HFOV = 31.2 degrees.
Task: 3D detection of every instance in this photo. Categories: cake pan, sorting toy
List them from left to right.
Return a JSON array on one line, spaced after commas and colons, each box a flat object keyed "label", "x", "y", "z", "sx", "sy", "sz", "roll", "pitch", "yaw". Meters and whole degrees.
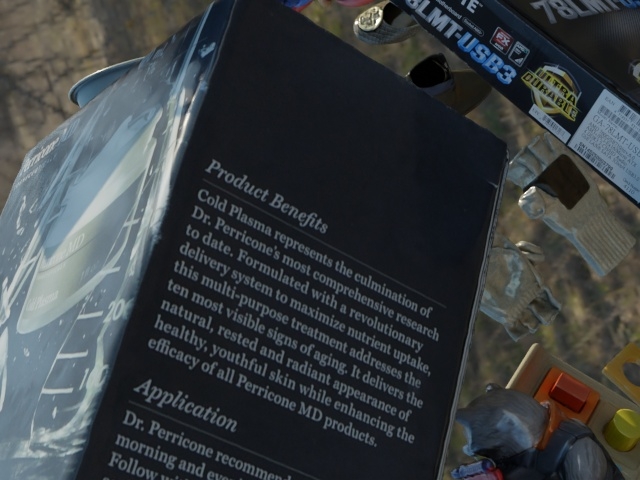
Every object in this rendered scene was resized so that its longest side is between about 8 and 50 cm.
[{"label": "cake pan", "x": -0.226, "y": -0.216, "z": 1.715, "sx": 0.293, "sy": 0.293, "sz": 0.054, "roll": 146, "pitch": 114, "yaw": -77}, {"label": "sorting toy", "x": 0.285, "y": 0.214, "z": 1.242, "sx": 0.196, "sy": 0.347, "sz": 0.047, "roll": 34, "pitch": 140, "yaw": 9}]

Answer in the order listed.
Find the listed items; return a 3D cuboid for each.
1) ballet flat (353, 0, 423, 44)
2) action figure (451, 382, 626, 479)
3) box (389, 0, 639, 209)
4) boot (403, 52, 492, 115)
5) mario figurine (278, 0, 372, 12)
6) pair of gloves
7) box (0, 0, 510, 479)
[{"label": "ballet flat", "x": 0.171, "y": -0.374, "z": 1.848, "sx": 0.058, "sy": 0.250, "sz": 0.084, "roll": 53, "pitch": -147, "yaw": -63}, {"label": "action figure", "x": 0.233, "y": 0.277, "z": 1.084, "sx": 0.330, "sy": 0.178, "sz": 0.341, "roll": 54, "pitch": 160, "yaw": -3}, {"label": "box", "x": 0.250, "y": -0.167, "z": 1.000, "sx": 0.293, "sy": 0.295, "sz": 0.073, "roll": 46, "pitch": 127, "yaw": 22}, {"label": "boot", "x": 0.187, "y": -0.227, "z": 1.693, "sx": 0.082, "sy": 0.219, "sz": 0.106, "roll": 63, "pitch": 151, "yaw": 11}, {"label": "mario figurine", "x": -0.031, "y": -0.396, "z": 1.612, "sx": 0.198, "sy": 0.320, "sz": 0.170, "roll": -2, "pitch": 108, "yaw": 29}, {"label": "pair of gloves", "x": 0.272, "y": -0.006, "z": 1.464, "sx": 0.204, "sy": 0.240, "sz": 0.042, "roll": 54, "pitch": 164, "yaw": -1}, {"label": "box", "x": -0.130, "y": 0.119, "z": 0.990, "sx": 0.480, "sy": 0.297, "sz": 0.472, "roll": -22, "pitch": 45, "yaw": 53}]
